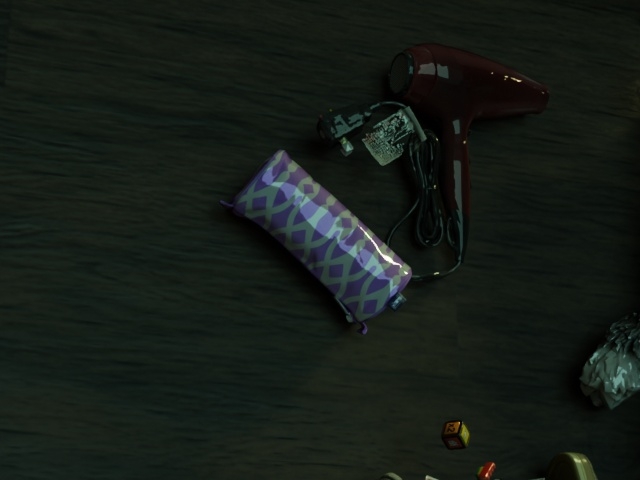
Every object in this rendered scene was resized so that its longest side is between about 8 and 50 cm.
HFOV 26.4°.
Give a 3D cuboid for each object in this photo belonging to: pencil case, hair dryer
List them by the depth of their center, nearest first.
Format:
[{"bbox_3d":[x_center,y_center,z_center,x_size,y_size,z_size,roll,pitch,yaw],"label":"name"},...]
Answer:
[{"bbox_3d":[0.000,0.000,1.406,0.206,0.086,0.088,44,89,-2],"label":"pencil case"},{"bbox_3d":[0.140,-0.109,1.520,0.293,0.080,0.224,-37,104,-23],"label":"hair dryer"}]

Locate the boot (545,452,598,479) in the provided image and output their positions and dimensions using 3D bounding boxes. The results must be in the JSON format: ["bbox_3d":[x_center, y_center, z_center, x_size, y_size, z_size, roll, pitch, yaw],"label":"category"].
[{"bbox_3d":[0.332,0.311,1.433,0.165,0.077,0.213,-12,82,-25],"label":"boot"}]

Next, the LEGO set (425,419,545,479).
[{"bbox_3d":[0.161,0.303,1.327,0.182,0.060,0.244,32,53,-54],"label":"LEGO set"}]

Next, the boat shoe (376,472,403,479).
[{"bbox_3d":[0.075,0.330,1.321,0.065,0.075,0.206,-9,80,-28],"label":"boat shoe"}]

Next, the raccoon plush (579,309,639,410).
[{"bbox_3d":[0.412,-0.054,1.535,0.446,0.216,0.299,-29,77,-28],"label":"raccoon plush"}]
